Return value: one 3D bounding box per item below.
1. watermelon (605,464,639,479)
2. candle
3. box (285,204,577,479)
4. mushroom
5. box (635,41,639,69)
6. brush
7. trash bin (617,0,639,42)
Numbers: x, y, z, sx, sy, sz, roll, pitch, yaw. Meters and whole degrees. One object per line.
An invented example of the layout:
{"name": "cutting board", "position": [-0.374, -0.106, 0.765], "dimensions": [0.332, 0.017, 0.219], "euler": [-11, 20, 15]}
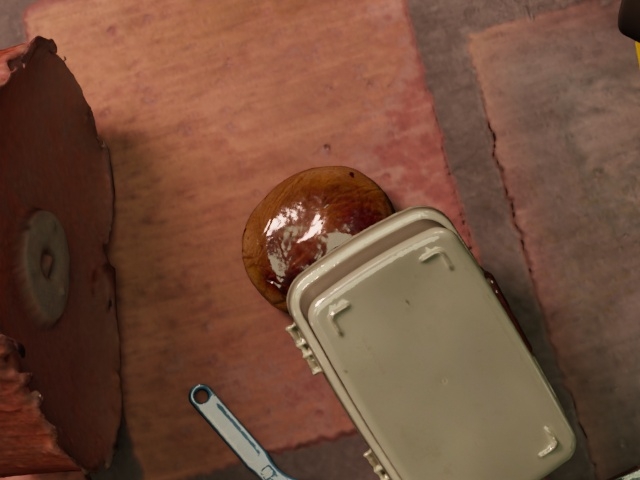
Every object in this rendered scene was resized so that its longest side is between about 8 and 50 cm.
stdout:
{"name": "watermelon", "position": [0.217, 0.188, 1.108], "dimensions": [0.085, 0.085, 0.061], "euler": [25, 43, 9]}
{"name": "candle", "position": [-0.241, 0.014, 1.059], "dimensions": [0.131, 0.287, 0.316], "euler": [-9, 82, 9]}
{"name": "box", "position": [0.077, 0.090, 1.068], "dimensions": [0.148, 0.129, 0.210], "euler": [-31, 96, -1]}
{"name": "mushroom", "position": [0.000, 0.000, 1.152], "dimensions": [0.123, 0.052, 0.123], "euler": [-1, 78, 7]}
{"name": "box", "position": [0.377, -0.102, 1.111], "dimensions": [0.265, 0.097, 0.168], "euler": [-8, 80, 4]}
{"name": "brush", "position": [-0.044, 0.172, 1.145], "dimensions": [0.051, 0.014, 0.164], "euler": [-42, 78, -4]}
{"name": "trash bin", "position": [0.379, -0.147, 0.963], "dimensions": [0.334, 0.214, 0.214], "euler": [29, 84, 14]}
